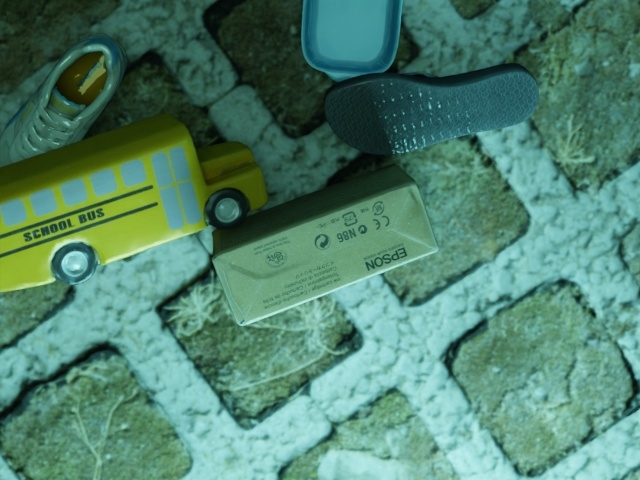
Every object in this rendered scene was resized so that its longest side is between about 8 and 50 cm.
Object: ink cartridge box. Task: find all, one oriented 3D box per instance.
[{"bbox_3d":[0.000,0.000,1.584,0.235,0.193,0.088,-21,99,0],"label":"ink cartridge box"}]

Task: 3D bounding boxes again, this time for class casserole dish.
[{"bbox_3d":[0.036,-0.276,1.636,0.114,0.037,0.188,4,97,-4],"label":"casserole dish"}]

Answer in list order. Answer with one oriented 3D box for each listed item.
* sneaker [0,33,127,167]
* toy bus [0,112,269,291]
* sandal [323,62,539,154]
[{"bbox_3d":[-0.304,-0.136,1.606,0.087,0.092,0.228,32,95,-7],"label":"sneaker"},{"bbox_3d":[-0.233,-0.046,1.566,0.333,0.108,0.130,-20,112,-15],"label":"toy bus"},{"bbox_3d":[0.125,-0.157,1.646,0.255,0.054,0.097,-5,119,-13],"label":"sandal"}]
